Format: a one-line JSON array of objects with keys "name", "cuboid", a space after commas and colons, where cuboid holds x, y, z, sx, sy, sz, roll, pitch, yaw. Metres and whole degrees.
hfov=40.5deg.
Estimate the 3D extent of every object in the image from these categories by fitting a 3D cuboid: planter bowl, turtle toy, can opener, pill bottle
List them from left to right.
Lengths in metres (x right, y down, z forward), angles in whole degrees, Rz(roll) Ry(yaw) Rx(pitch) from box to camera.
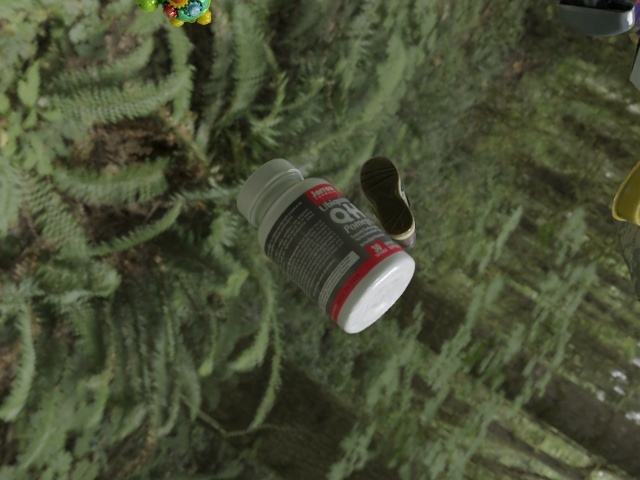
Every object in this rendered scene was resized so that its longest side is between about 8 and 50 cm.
[{"name": "turtle toy", "cuboid": [-0.238, -0.398, 1.416, 0.066, 0.130, 0.095, -46, 133, -72]}, {"name": "pill bottle", "cuboid": [0.000, 0.000, 1.552, 0.176, 0.318, 0.176, -40, 158, -19]}, {"name": "can opener", "cuboid": [0.420, -0.292, 1.035, 0.076, 0.283, 0.095, -46, 135, -33]}, {"name": "planter bowl", "cuboid": [0.537, -0.077, 1.249, 0.217, 0.090, 0.217, -24, 147, -17]}]

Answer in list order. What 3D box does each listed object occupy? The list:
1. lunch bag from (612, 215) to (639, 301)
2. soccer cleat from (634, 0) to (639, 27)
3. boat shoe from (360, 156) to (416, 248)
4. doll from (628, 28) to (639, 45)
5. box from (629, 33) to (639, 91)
[{"name": "lunch bag", "cuboid": [0.656, -0.036, 1.473, 0.256, 0.212, 0.305, 98, -2, -46]}, {"name": "soccer cleat", "cuboid": [0.645, -0.424, 1.449, 0.248, 0.083, 0.095, -21, -172, 0]}, {"name": "boat shoe", "cuboid": [0.134, -0.072, 1.698, 0.080, 0.223, 0.073, -21, 137, 2]}, {"name": "doll", "cuboid": [0.677, -0.412, 1.608, 0.189, 0.129, 0.046, -38, 149, 17]}, {"name": "box", "cuboid": [0.371, -0.111, 0.526, 0.262, 0.231, 0.127, -31, 158, -1]}]
